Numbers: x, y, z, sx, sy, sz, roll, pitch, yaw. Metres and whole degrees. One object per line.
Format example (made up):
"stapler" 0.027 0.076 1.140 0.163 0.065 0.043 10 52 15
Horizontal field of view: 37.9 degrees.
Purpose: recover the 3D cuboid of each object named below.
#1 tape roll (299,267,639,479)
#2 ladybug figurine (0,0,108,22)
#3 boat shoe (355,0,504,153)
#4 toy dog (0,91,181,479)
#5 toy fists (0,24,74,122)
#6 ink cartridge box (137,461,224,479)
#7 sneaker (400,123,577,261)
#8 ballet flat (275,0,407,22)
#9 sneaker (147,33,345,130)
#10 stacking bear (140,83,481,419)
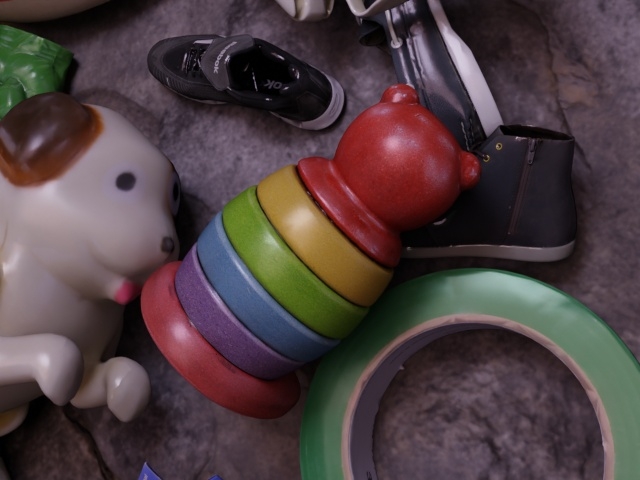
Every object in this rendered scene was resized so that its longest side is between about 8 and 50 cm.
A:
"tape roll" 0.142 0.188 0.837 0.321 0.077 0.321 -3 80 20
"ladybug figurine" -0.280 -0.421 1.030 0.449 0.162 0.305 -31 73 8
"boat shoe" 0.079 -0.214 0.910 0.091 0.114 0.302 -26 72 9
"toy dog" -0.312 0.042 0.957 0.408 0.284 0.395 -39 52 9
"toy fists" -0.428 -0.195 1.108 0.279 0.096 0.142 19 89 21
"ink cartridge box" -0.063 0.353 0.859 0.311 0.065 0.185 33 118 20
"sneaker" 0.123 -0.050 0.861 0.222 0.083 0.118 2 111 12
"ballet flat" 0.020 -0.266 0.852 0.342 0.116 0.124 5 104 40
"sneaker" -0.093 -0.181 0.972 0.234 0.106 0.078 19 87 22
"stacking bear" 0.000 0.000 0.792 0.289 0.164 0.175 -43 80 12
